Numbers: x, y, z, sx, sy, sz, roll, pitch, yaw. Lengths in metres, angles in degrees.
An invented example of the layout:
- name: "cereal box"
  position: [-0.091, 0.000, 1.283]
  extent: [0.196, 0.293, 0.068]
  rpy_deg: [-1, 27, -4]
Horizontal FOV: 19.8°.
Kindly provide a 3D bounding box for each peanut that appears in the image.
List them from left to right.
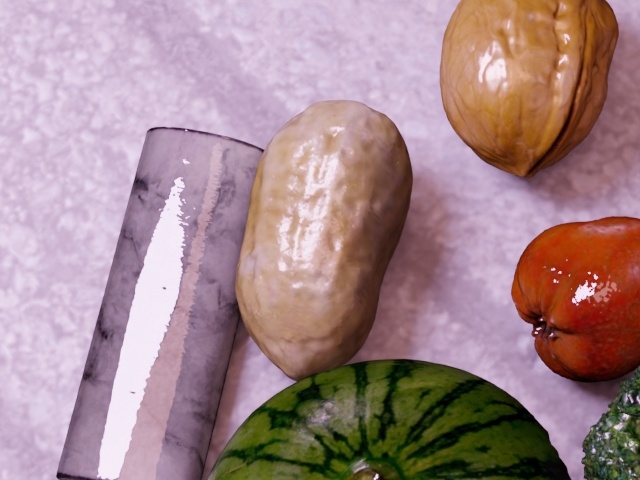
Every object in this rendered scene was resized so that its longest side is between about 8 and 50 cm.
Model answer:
- name: "peanut"
  position: [0.000, 0.000, 1.452]
  extent: [0.129, 0.129, 0.224]
  rpy_deg: [16, 82, 6]

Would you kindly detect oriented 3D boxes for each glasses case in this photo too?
- name: "glasses case"
  position: [-0.121, 0.060, 1.470]
  extent: [0.114, 0.060, 0.299]
  rpy_deg: [11, 73, 7]

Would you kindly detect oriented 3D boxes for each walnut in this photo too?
- name: "walnut"
  position: [0.164, -0.138, 1.484]
  extent: [0.144, 0.144, 0.180]
  rpy_deg: [8, 76, 3]

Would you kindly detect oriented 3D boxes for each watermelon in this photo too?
- name: "watermelon"
  position: [0.027, 0.212, 1.310]
  extent: [0.330, 0.189, 0.331]
  rpy_deg: [-13, 44, 13]

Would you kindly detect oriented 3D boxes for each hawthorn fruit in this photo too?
- name: "hawthorn fruit"
  position: [0.224, 0.039, 1.434]
  extent: [0.138, 0.133, 0.133]
  rpy_deg: [-25, 74, -16]

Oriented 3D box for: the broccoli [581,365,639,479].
- name: "broccoli"
  position: [0.348, 0.161, 1.312]
  extent: [0.297, 0.297, 0.297]
  rpy_deg: [22, 33, -15]
